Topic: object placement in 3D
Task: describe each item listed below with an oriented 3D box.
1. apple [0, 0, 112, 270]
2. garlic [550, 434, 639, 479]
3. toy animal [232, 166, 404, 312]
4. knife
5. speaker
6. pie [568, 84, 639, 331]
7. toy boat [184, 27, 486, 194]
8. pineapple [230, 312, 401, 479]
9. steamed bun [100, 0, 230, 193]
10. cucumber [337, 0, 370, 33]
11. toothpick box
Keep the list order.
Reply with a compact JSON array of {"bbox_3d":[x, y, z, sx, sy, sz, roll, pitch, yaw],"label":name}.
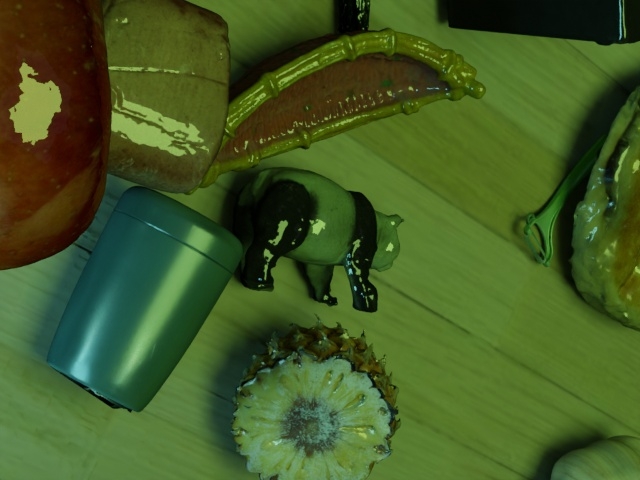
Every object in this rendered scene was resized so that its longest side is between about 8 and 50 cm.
[{"bbox_3d":[-0.266,-0.113,1.351,0.206,0.251,0.271,-3,119,-20],"label":"apple"},{"bbox_3d":[0.360,0.325,1.994,0.199,0.226,0.199,-6,101,-34],"label":"garlic"},{"bbox_3d":[0.000,0.000,1.705,0.225,0.094,0.121,16,83,-42],"label":"toy animal"},{"bbox_3d":[0.274,-0.054,1.961,0.166,0.023,0.078,-54,142,-18],"label":"knife"},{"bbox_3d":[0.283,-0.305,1.774,0.254,0.232,0.184,-21,114,-40],"label":"speaker"},{"bbox_3d":[0.406,-0.047,2.043,0.339,0.077,0.339,-15,112,-41],"label":"pie"},{"bbox_3d":[-0.003,-0.128,1.648,0.318,0.099,0.141,-20,147,-22],"label":"toy boat"},{"bbox_3d":[-0.002,0.146,1.727,0.161,0.137,0.176,-2,113,5],"label":"pineapple"},{"bbox_3d":[-0.158,-0.135,1.526,0.145,0.106,0.175,16,73,-28],"label":"steamed bun"},{"bbox_3d":[0.032,-0.254,1.704,0.033,0.034,0.134,-11,107,-33],"label":"cucumber"},{"bbox_3d":[-0.160,0.055,1.562,0.120,0.120,0.184,35,81,-40],"label":"toothpick box"}]
